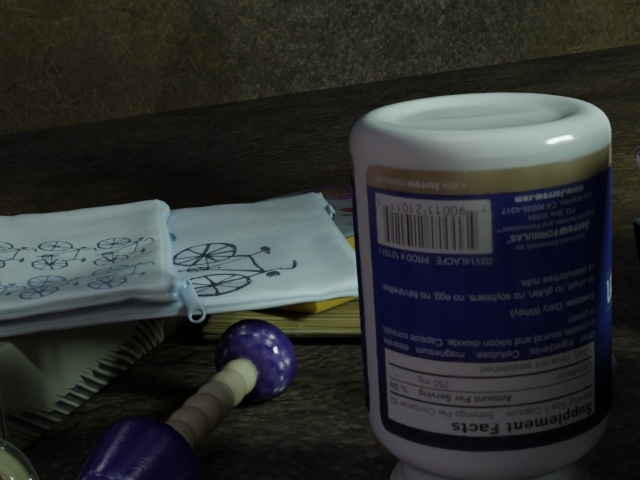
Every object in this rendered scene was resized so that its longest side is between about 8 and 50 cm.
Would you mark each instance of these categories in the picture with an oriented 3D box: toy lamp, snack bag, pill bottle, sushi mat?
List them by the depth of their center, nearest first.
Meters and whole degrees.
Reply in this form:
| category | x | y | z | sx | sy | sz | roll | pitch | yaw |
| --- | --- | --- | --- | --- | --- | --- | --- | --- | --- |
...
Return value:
| category | x | y | z | sx | sy | sz | roll | pitch | yaw |
| --- | --- | --- | --- | --- | --- | --- | --- | --- | --- |
| pill bottle | 0.099 | 0.051 | 0.721 | 0.153 | 0.265 | 0.153 | -3 | 16 | 1 |
| toy lamp | -0.091 | 0.133 | 0.844 | 0.080 | 0.080 | 0.274 | 1 | 14 | 19 |
| snack bag | -0.135 | 0.009 | 1.036 | 0.342 | 0.037 | 0.323 | -5 | 15 | -7 |
| sushi mat | 0.053 | 0.069 | 1.141 | 0.316 | 0.019 | 0.151 | -1 | 15 | 13 |

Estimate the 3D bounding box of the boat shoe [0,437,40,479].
| category | x | y | z | sx | sy | sz | roll | pitch | yaw |
| --- | --- | --- | --- | --- | --- | --- | --- | --- | --- |
| boat shoe | -0.328 | 0.173 | 0.683 | 0.323 | 0.123 | 0.120 | -4 | 18 | 4 |

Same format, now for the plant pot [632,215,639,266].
| category | x | y | z | sx | sy | sz | roll | pitch | yaw |
| --- | --- | --- | --- | --- | --- | --- | --- | --- | --- |
| plant pot | 0.318 | 0.075 | 0.752 | 0.187 | 0.167 | 0.188 | -5 | 16 | -4 |

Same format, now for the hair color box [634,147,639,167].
| category | x | y | z | sx | sy | sz | roll | pitch | yaw |
| --- | --- | --- | --- | --- | --- | --- | --- | --- | --- |
| hair color box | 0.301 | 0.052 | 0.533 | 0.110 | 0.339 | 0.185 | -36 | -3 | 33 |

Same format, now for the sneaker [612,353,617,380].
| category | x | y | z | sx | sy | sz | roll | pitch | yaw |
| --- | --- | --- | --- | --- | --- | --- | --- | --- | --- |
| sneaker | 0.175 | 0.095 | 0.953 | 0.134 | 0.051 | 0.070 | 13 | 21 | 41 |

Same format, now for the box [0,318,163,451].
| category | x | y | z | sx | sy | sz | roll | pitch | yaw |
| --- | --- | --- | --- | --- | --- | --- | --- | --- | --- |
| box | -0.244 | 0.088 | 1.019 | 0.113 | 0.094 | 0.275 | 1 | 16 | 20 |

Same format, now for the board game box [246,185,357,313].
| category | x | y | z | sx | sy | sz | roll | pitch | yaw |
| --- | --- | --- | --- | --- | --- | --- | --- | --- | --- |
| board game box | 0.000 | 0.000 | 1.282 | 0.242 | 0.064 | 0.316 | 6 | 14 | 39 |
